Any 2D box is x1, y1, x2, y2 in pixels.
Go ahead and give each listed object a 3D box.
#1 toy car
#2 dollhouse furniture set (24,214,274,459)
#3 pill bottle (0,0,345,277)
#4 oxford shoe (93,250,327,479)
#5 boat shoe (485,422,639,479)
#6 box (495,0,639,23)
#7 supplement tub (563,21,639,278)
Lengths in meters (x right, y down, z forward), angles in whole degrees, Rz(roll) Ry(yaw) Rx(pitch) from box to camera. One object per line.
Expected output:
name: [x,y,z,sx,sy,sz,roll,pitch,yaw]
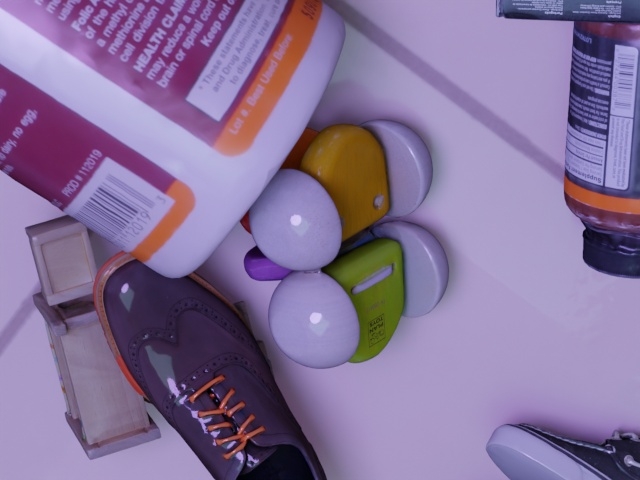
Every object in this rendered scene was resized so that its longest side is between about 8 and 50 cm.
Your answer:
toy car: [0.000,0.000,1.432,0.136,0.159,0.182,7,116,41]
dollhouse furniture set: [-0.133,0.047,1.495,0.161,0.101,0.182,-16,109,-14]
pill bottle: [-0.199,-0.167,1.323,0.392,0.224,0.224,34,110,-11]
oxford shoe: [-0.067,0.118,1.426,0.097,0.098,0.271,-39,113,-6]
boat shoe: [0.230,0.186,1.505,0.219,0.078,0.070,29,69,-11]
box: [0.210,-0.200,1.321,0.180,0.147,0.078,3,110,4]
supplement tub: [0.228,-0.076,1.388,0.106,0.106,0.198,2,111,5]
